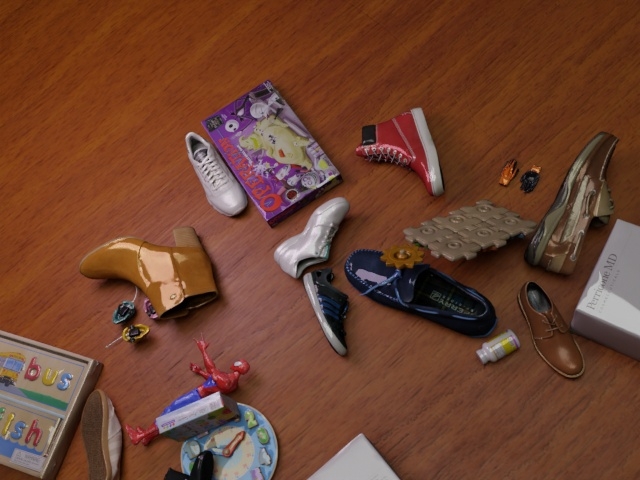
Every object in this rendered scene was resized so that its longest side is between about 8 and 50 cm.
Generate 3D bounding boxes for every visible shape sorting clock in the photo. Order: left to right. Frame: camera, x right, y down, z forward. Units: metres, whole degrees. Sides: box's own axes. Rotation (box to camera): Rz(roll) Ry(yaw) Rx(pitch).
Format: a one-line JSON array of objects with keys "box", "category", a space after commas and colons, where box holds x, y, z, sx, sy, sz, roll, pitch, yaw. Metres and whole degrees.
[{"box": [-0.188, 0.436, 1.483, 0.206, 0.040, 0.206, -5, 65, 11], "category": "shape sorting clock"}]

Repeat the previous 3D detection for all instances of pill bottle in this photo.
[{"box": [0.357, 0.216, 1.460, 0.083, 0.043, 0.043, -29, 64, -1], "category": "pill bottle"}]

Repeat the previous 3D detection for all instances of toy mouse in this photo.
[{"box": [-0.414, 0.169, 1.655, 0.161, 0.031, 0.143, -17, 52, -1], "category": "toy mouse"}]

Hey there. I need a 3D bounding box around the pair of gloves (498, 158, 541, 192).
[{"box": [0.446, -0.145, 1.621, 0.083, 0.010, 0.074, 22, 71, 17], "category": "pair of gloves"}]

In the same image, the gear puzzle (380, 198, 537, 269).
[{"box": [0.274, 0.005, 1.484, 0.339, 0.044, 0.175, -20, 32, -27], "category": "gear puzzle"}]

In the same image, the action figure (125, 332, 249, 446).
[{"box": [-0.288, 0.305, 1.534, 0.281, 0.091, 0.139, -29, 73, -1], "category": "action figure"}]

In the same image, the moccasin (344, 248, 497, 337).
[{"box": [0.208, 0.086, 1.510, 0.342, 0.117, 0.137, 18, 71, 19], "category": "moccasin"}]

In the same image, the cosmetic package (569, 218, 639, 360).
[{"box": [0.694, 0.140, 1.358, 0.385, 0.156, 0.217, 22, 75, 19], "category": "cosmetic package"}]

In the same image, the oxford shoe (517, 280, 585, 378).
[{"box": [0.456, 0.175, 1.441, 0.076, 0.076, 0.212, -26, 65, -2], "category": "oxford shoe"}]

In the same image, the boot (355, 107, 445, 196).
[{"box": [0.179, -0.182, 1.657, 0.176, 0.088, 0.244, -17, 56, 5], "category": "boot"}]

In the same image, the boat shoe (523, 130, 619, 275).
[{"box": [0.548, -0.069, 1.514, 0.120, 0.122, 0.323, 29, 83, 17], "category": "boat shoe"}]

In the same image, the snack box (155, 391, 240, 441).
[{"box": [-0.244, 0.356, 1.457, 0.141, 0.100, 0.037, -23, 60, 3], "category": "snack box"}]

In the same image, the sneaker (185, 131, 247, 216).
[{"box": [-0.258, -0.157, 1.735, 0.090, 0.095, 0.235, -34, 65, -6], "category": "sneaker"}]

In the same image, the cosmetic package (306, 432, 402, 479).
[{"box": [0.087, 0.484, 1.340, 0.151, 0.151, 0.183, -39, 65, -6], "category": "cosmetic package"}]

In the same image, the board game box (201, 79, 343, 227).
[{"box": [-0.123, -0.218, 1.760, 0.208, 0.056, 0.346, -36, 64, 0], "category": "board game box"}]

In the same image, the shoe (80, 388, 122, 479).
[{"box": [-0.464, 0.426, 1.545, 0.077, 0.058, 0.218, -27, 58, 22], "category": "shoe"}]

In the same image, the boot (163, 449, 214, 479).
[{"box": [-0.267, 0.476, 1.452, 0.099, 0.045, 0.121, 2, 85, 30], "category": "boot"}]

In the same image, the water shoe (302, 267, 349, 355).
[{"box": [0.028, 0.145, 1.548, 0.080, 0.073, 0.203, -24, 64, -1], "category": "water shoe"}]

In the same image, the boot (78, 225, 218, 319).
[{"box": [-0.391, 0.090, 1.634, 0.295, 0.104, 0.211, -17, 55, -6], "category": "boot"}]

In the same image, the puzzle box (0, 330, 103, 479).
[{"box": [-0.721, 0.347, 1.634, 0.409, 0.052, 0.272, 12, 69, 17], "category": "puzzle box"}]

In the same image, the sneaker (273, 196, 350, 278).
[{"box": [0.000, 0.000, 1.612, 0.212, 0.080, 0.094, -45, 53, 2], "category": "sneaker"}]
